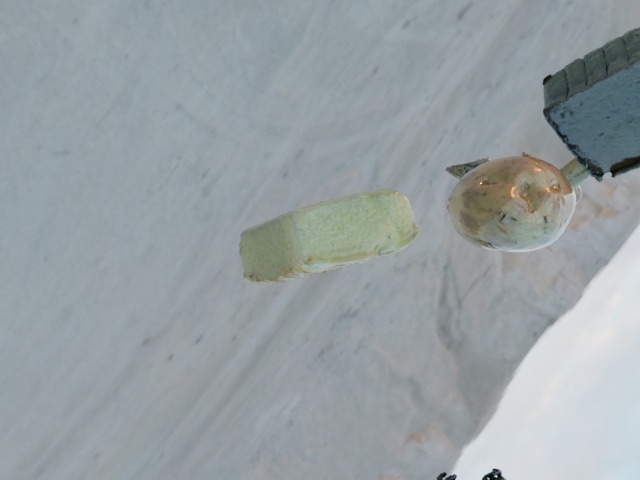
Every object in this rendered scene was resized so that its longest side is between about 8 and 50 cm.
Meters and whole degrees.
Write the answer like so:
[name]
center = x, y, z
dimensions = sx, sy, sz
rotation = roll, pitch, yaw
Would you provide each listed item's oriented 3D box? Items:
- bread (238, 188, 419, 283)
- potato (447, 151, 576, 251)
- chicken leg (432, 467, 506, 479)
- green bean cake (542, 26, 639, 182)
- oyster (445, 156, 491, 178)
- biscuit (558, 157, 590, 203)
[bread]
center = 0.000, 0.000, 0.884
dimensions = 0.125, 0.068, 0.188
rotation = -14, 179, -24
[potato]
center = 0.255, -0.048, 1.129
dimensions = 0.235, 0.161, 0.128
rotation = -1, 92, -47
[chicken leg]
center = 0.147, 0.315, 0.914
dimensions = 0.234, 0.105, 0.063
rotation = -43, 152, -57
[green bean cake]
center = 0.419, -0.188, 1.204
dimensions = 0.181, 0.173, 0.094
rotation = -28, -144, 34
[oyster]
center = 0.288, -0.129, 1.667
dimensions = 0.034, 0.093, 0.051
rotation = -96, 169, -54
[biscuit]
center = 0.441, -0.087, 1.710
dimensions = 0.208, 0.047, 0.164
rotation = -25, 147, -20
